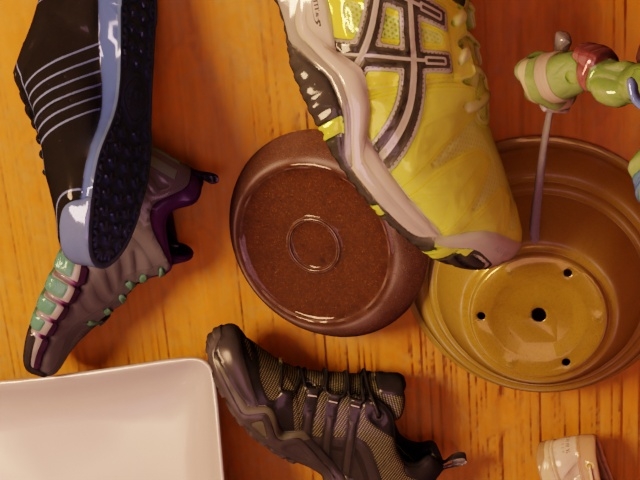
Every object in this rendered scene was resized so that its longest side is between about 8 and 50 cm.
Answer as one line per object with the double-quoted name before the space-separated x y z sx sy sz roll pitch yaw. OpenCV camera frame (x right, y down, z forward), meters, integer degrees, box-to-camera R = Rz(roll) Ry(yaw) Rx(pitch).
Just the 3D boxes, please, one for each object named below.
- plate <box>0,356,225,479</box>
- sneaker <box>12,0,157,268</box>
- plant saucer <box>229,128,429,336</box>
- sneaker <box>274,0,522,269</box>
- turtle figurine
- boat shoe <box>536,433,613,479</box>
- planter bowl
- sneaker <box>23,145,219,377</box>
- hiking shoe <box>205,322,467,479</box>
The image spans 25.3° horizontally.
"plate" -0.199 0.246 1.179 0.277 0.045 0.278 -8 88 13
"sneaker" -0.177 -0.094 1.032 0.090 0.081 0.232 1 79 21
"plant saucer" 0.000 0.000 1.081 0.168 0.029 0.168 8 112 22
"sneaker" 0.052 -0.158 0.946 0.147 0.145 0.385 -25 99 17
"turtle figurine" 0.242 -0.118 0.935 0.197 0.274 0.266 10 73 32
"boat shoe" 0.233 0.229 1.143 0.059 0.063 0.170 -24 106 25
"planter bowl" 0.163 0.039 1.059 0.217 0.090 0.217 4 114 9
"sneaker" -0.160 0.027 1.117 0.098 0.083 0.224 23 114 -6
"hiking shoe" 0.010 0.129 1.140 0.114 0.086 0.227 -44 106 9
